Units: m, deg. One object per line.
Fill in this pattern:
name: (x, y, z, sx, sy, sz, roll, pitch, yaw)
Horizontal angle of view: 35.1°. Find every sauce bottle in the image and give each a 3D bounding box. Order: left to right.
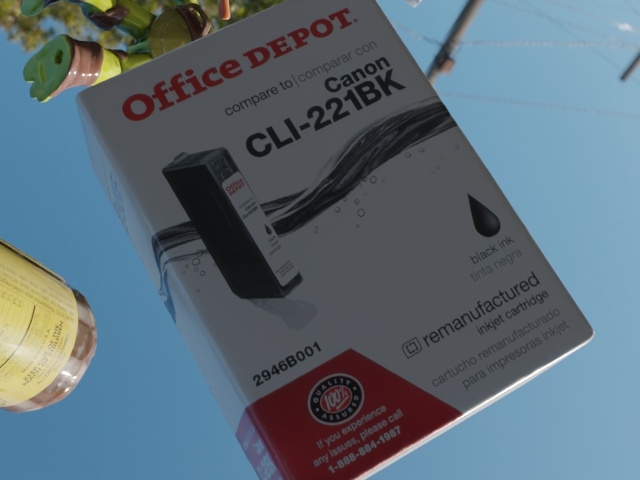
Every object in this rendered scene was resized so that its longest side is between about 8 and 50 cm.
sauce bottle: (-0.266, 0.017, 0.616, 0.111, 0.111, 0.344, 56, -177, 30)

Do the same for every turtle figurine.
turtle figurine: (-0.126, -0.135, 0.804, 0.217, 0.087, 0.270, 6, -95, -50)

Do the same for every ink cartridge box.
ink cartridge box: (0.000, 0.000, 0.621, 0.197, 0.114, 0.273, -28, -104, -15)

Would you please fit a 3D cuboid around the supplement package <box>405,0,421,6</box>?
supplement package: (0.070, -0.405, 0.991, 0.261, 0.204, 0.145, 35, -127, -15)
